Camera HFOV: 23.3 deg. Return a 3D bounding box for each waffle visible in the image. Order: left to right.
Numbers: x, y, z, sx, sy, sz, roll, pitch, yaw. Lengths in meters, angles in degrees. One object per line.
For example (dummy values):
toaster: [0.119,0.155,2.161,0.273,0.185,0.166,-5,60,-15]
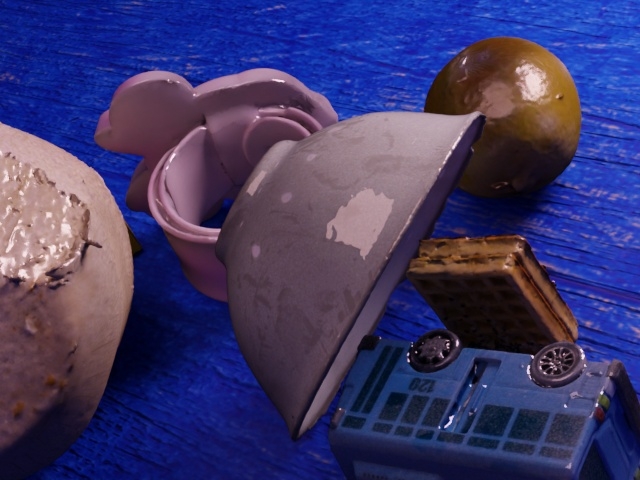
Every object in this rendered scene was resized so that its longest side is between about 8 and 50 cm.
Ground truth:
waffle: [0.145,0.051,1.295,0.102,0.148,0.042,-4,54,30]

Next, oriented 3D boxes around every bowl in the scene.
bowl: [0.000,0.000,1.301,0.146,0.313,0.313,29,58,8]

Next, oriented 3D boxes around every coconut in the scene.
coconut: [-0.350,0.046,1.475,0.346,0.346,0.360,-31,16,-2]

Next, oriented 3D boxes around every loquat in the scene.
loquat: [0.173,-0.122,1.489,0.152,0.152,0.195,-19,45,14]

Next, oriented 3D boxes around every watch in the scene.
watch: [-0.097,-0.053,1.563,0.248,0.211,0.217,-14,46,6]

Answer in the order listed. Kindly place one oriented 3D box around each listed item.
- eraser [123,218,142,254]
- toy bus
eraser: [-0.269,0.009,1.715,0.122,0.045,0.097,-35,36,-5]
toy bus: [0.124,0.155,1.209,0.234,0.116,0.134,4,49,35]
